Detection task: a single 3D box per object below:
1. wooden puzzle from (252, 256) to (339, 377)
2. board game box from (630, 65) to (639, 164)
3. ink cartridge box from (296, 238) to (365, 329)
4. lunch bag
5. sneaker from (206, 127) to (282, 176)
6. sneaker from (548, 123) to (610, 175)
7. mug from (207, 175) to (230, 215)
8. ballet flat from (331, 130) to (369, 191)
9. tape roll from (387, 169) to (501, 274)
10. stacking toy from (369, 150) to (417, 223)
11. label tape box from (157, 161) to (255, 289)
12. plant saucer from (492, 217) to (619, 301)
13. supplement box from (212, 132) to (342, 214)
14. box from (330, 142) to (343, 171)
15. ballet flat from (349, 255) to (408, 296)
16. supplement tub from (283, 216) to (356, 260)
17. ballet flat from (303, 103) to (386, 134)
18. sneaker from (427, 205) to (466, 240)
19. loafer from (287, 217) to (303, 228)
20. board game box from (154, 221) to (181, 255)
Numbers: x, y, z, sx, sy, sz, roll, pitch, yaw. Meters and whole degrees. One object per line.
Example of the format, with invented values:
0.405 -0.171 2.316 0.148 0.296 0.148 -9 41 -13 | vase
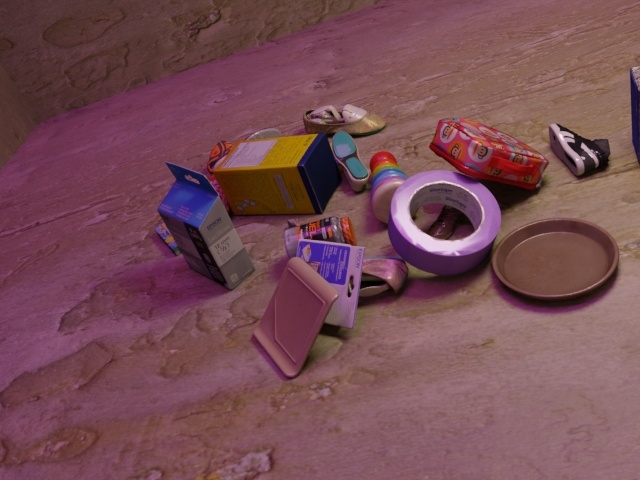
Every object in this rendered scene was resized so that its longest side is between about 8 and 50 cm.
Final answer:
-0.060 0.186 1.479 0.221 0.044 0.238 39 103 50 | wooden puzzle
0.958 -0.339 1.515 0.291 0.232 0.141 -6 38 22 | board game box
0.021 0.108 1.509 0.208 0.045 0.206 7 87 36 | ink cartridge box
0.472 -0.232 1.632 0.293 0.120 0.258 7 25 -29 | lunch bag
-0.315 -0.367 2.361 0.321 0.124 0.180 -32 37 -12 | sneaker
0.740 -0.268 1.689 0.121 0.079 0.216 -16 44 5 | sneaker
-0.366 -0.125 2.114 0.113 0.150 0.169 13 39 -12 | mug
0.098 -0.259 1.990 0.086 0.086 0.248 -21 52 3 | ballet flat
0.313 -0.049 1.526 0.275 0.090 0.274 0 55 1 | tape roll
0.205 -0.185 1.833 0.141 0.141 0.330 -19 31 6 | stacking toy
-0.361 -0.045 1.765 0.115 0.347 0.249 -42 39 -24 | label tape box
0.548 0.046 1.403 0.278 0.041 0.277 -15 36 11 | plant saucer
-0.142 -0.217 2.005 0.357 0.195 0.194 1 41 29 | supplement box
0.051 -0.292 2.127 0.109 0.042 0.178 -21 36 3 | box
0.070 0.093 1.561 0.316 0.107 0.106 -1 59 30 | ballet flat
0.000 0.000 1.705 0.191 0.117 0.117 -16 35 10 | supplement tub
0.079 -0.464 2.278 0.349 0.123 0.123 5 43 33 | ballet flat
0.348 -0.070 1.641 0.066 0.071 0.188 18 51 43 | sneaker
-0.063 -0.043 1.863 0.039 0.045 0.125 -27 32 -17 | loafer
-0.488 -0.032 2.092 0.136 0.035 0.201 -34 36 -15 | board game box
